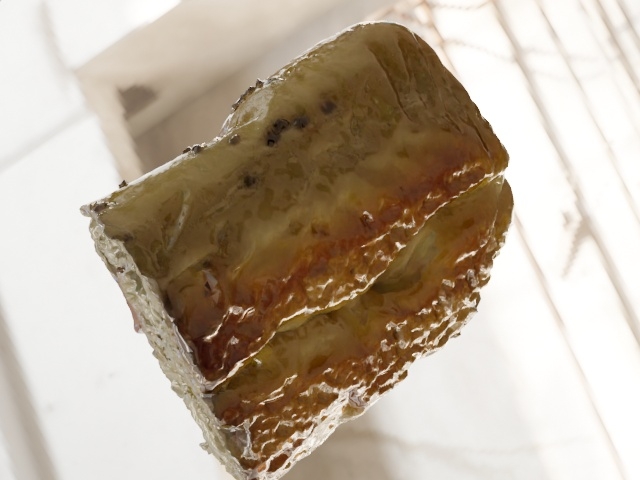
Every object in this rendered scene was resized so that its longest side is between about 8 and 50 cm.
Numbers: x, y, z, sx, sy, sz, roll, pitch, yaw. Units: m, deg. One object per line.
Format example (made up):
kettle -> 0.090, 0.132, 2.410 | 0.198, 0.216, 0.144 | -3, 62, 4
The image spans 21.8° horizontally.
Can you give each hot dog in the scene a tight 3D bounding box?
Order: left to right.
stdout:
hot dog -> 0.000, 0.000, 1.473 | 0.196, 0.365, 0.367 | 42, 160, 40
